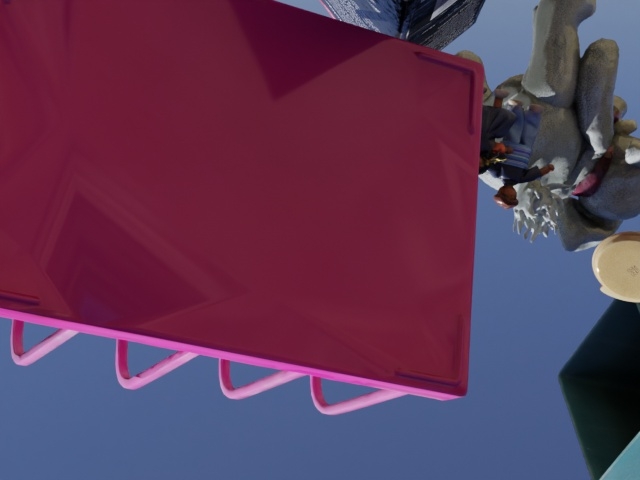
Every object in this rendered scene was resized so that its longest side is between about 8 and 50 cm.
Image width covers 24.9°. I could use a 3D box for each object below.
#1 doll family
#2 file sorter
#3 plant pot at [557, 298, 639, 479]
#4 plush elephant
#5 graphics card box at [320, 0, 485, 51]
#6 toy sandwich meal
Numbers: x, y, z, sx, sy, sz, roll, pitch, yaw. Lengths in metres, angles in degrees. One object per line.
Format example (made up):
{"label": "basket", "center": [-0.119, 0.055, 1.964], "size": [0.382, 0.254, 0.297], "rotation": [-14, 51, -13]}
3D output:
{"label": "doll family", "center": [0.147, -0.100, 1.489], "size": [0.193, 0.111, 0.076], "rotation": [11, 171, 9]}
{"label": "file sorter", "center": [-0.079, -0.018, 0.843], "size": [0.291, 0.202, 0.182], "rotation": [13, 160, -24]}
{"label": "plant pot", "center": [0.427, 0.183, 1.645], "size": [0.234, 0.165, 0.165], "rotation": [13, -140, -22]}
{"label": "plush elephant", "center": [0.335, -0.126, 1.850], "size": [0.255, 0.330, 0.272], "rotation": [15, 144, -33]}
{"label": "graphics card box", "center": [0.013, -0.233, 0.923], "size": [0.094, 0.232, 0.371], "rotation": [-37, 178, 2]}
{"label": "toy sandwich meal", "center": [0.290, 0.021, 1.331], "size": [0.086, 0.085, 0.029], "rotation": [6, -143, 17]}
